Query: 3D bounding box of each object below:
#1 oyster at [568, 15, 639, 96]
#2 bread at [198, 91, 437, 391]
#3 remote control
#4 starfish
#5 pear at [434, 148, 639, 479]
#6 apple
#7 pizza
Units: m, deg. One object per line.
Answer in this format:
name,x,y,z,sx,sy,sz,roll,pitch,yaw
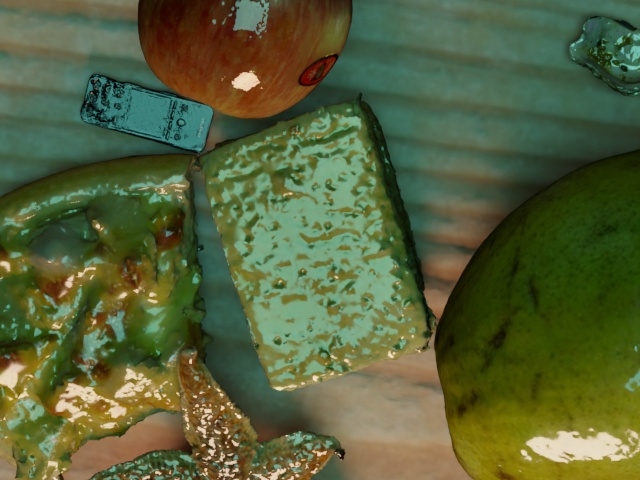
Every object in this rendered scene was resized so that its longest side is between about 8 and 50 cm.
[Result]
oyster,0.228,-0.131,1.309,0.093,0.034,0.051,28,86,3
bread,0.000,0.000,1.298,0.138,0.102,0.196,-19,101,0
remote control,-0.128,-0.094,1.315,0.096,0.014,0.039,15,103,-4
starfish,-0.075,0.205,1.354,0.231,0.048,0.295,-29,126,15
pear,0.228,0.062,1.251,0.307,0.253,0.253,-18,104,12
apple,-0.057,-0.153,1.240,0.146,0.146,0.131,19,112,-6
pizza,-0.199,0.075,1.321,0.323,0.089,0.223,-29,100,6
